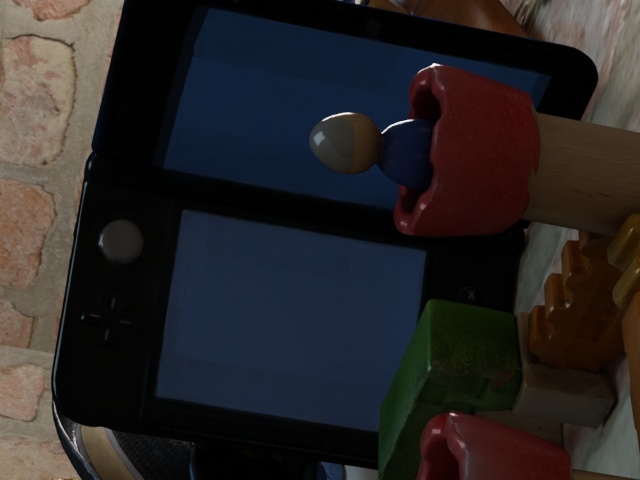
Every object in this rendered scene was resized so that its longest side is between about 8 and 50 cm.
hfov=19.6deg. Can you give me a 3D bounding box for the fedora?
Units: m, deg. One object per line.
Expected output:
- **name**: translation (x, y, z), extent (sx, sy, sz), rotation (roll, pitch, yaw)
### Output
- **fedora**: translation (-0.109, 0.204, 1.804), extent (0.152, 0.334, 0.334), rotation (-48, 15, 6)

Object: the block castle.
- **block castle**: translation (0.044, 0.165, 0.958), extent (0.453, 0.212, 0.303), rotation (111, 165, -46)

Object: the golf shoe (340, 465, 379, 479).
- **golf shoe**: translation (0.050, 0.179, 1.286), extent (0.198, 0.077, 0.094), rotation (80, -175, -59)

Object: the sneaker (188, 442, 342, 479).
- **sneaker**: translation (-0.027, 0.190, 1.402), extent (0.330, 0.129, 0.147), rotation (-72, -22, -75)

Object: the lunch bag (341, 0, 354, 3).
- **lunch bag**: translation (-0.029, -0.142, 1.967), extent (0.243, 0.115, 0.303), rotation (-93, 15, -60)

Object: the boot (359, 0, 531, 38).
- **boot**: translation (0.094, -0.098, 1.411), extent (0.280, 0.096, 0.264), rotation (-110, 33, -50)

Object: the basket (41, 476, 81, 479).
- **basket**: translation (-0.300, 0.353, 1.924), extent (0.299, 0.223, 0.214), rotation (165, 108, -68)

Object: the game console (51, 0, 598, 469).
- **game console**: translation (0.000, 0.000, 1.135), extent (0.173, 0.293, 0.250), rotation (135, 144, -73)
